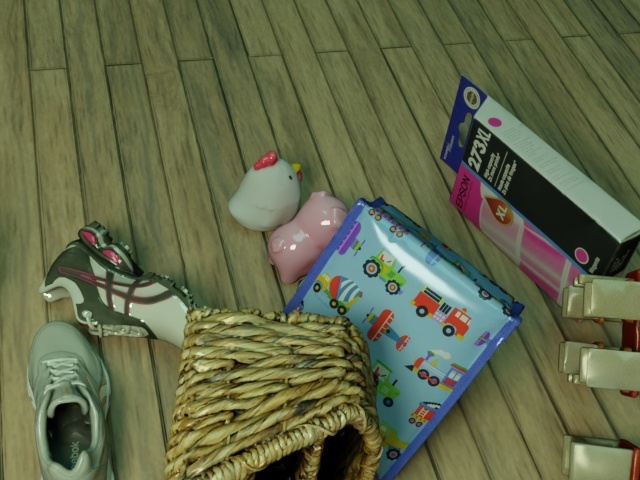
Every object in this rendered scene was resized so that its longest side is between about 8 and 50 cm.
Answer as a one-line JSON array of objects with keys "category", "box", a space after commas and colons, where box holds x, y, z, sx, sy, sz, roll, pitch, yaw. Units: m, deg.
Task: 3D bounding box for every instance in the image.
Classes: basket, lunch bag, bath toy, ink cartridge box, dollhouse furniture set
[{"category": "basket", "box": [-0.046, 0.242, 0.907, 0.213, 0.299, 0.223, 5, 45, -6]}, {"category": "lunch bag", "box": [0.060, 0.130, 1.063, 0.221, 0.293, 0.138, 38, 11, 10]}, {"category": "bath toy", "box": [0.000, 0.000, 1.252, 0.151, 0.129, 0.348, -21, 53, -28]}, {"category": "ink cartridge box", "box": [0.291, -0.067, 1.324, 0.069, 0.175, 0.371, -23, 55, -26]}, {"category": "dollhouse furniture set", "box": [0.368, 0.164, 1.087, 0.135, 0.262, 0.259, 4, 85, 8]}]

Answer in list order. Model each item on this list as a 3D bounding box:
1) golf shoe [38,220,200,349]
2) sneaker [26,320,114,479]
[{"category": "golf shoe", "box": [-0.240, 0.091, 1.168, 0.273, 0.105, 0.120, 31, 66, 27]}, {"category": "sneaker", "box": [-0.286, 0.183, 1.044, 0.099, 0.121, 0.262, -9, 50, -18]}]
